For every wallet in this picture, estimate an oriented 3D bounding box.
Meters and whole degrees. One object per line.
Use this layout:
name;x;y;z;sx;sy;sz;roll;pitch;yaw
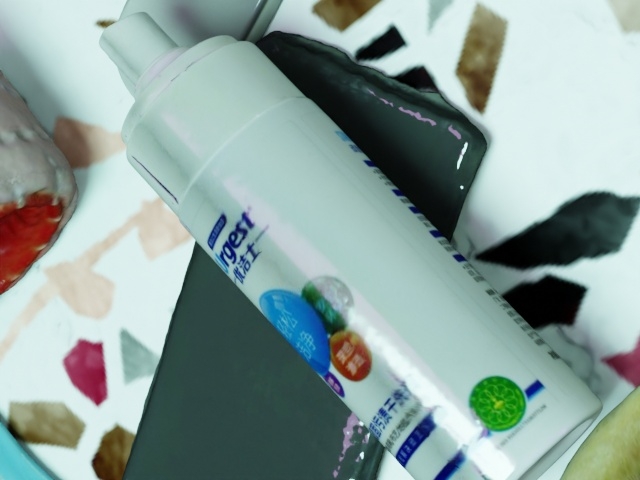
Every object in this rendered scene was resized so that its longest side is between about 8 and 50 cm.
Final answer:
wallet;-0.014;0.042;0.962;0.146;0.030;0.285;26;110;25

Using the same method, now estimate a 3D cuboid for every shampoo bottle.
shampoo bottle;0.000;0.000;0.879;0.303;0.092;0.092;47;118;13

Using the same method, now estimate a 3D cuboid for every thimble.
thimble;-0.235;-0.020;1.005;0.189;0.163;0.125;-45;77;29

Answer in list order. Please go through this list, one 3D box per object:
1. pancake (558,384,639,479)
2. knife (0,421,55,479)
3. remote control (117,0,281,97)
pancake;0.273;0.198;0.794;0.382;0.071;0.382;6;101;31
knife;-0.166;0.155;1.070;0.222;0.031;0.064;31;109;22
remote control;-0.037;-0.170;0.945;0.077;0.022;0.245;38;115;18
